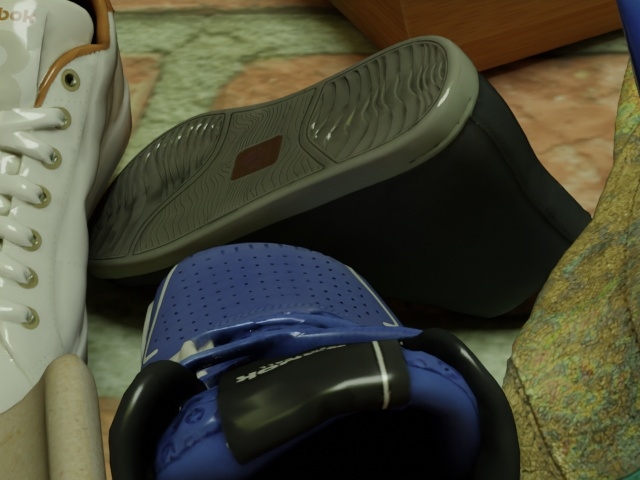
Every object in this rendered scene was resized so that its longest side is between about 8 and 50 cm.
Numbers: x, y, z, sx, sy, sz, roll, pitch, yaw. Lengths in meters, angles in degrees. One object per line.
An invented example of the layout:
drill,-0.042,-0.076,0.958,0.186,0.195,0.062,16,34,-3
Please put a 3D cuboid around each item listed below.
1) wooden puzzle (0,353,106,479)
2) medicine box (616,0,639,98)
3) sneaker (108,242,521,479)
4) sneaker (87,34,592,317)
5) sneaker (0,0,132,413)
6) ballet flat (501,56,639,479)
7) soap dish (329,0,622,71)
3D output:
wooden puzzle,-0.199,0.186,0.362,0.347,0.080,0.322,-27,36,7
medicine box,0.282,-0.066,0.468,0.289,0.149,0.263,-18,0,39
sneaker,0.005,0.074,0.492,0.127,0.182,0.315,-6,37,-5
sneaker,0.000,0.000,0.699,0.222,0.118,0.083,-16,44,37
sneaker,-0.140,-0.024,0.636,0.105,0.123,0.290,2,41,1
ballet flat,0.171,-0.017,0.642,0.123,0.123,0.348,11,42,22
soap dish,0.083,-0.207,0.923,0.228,0.118,0.291,-19,37,-17
